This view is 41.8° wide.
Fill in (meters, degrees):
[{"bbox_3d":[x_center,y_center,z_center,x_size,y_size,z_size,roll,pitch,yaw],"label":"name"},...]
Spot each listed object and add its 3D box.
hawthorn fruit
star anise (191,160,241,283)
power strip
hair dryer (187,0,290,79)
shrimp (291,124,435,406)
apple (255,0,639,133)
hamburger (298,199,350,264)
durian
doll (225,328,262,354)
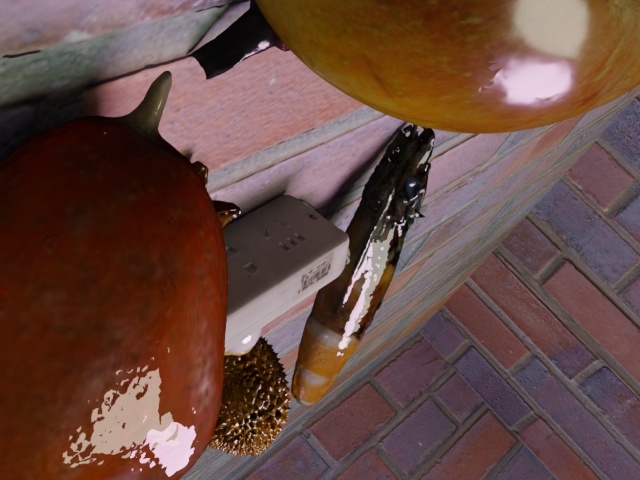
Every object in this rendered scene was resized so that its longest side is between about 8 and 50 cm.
[{"bbox_3d":[-0.132,0.022,0.477,0.199,0.199,0.251,-2,114,-70],"label":"hawthorn fruit"},{"bbox_3d":[-0.146,0.014,0.638,0.191,0.070,0.097,-34,137,-26],"label":"star anise"},{"bbox_3d":[-0.105,0.055,0.778,0.338,0.098,0.058,-33,148,-38],"label":"power strip"},{"bbox_3d":[0.064,-0.190,0.590,0.340,0.123,0.312,-30,176,-6],"label":"hair dryer"},{"bbox_3d":[0.059,0.028,1.110,0.272,0.085,0.445,-64,176,-57],"label":"shrimp"},{"bbox_3d":[0.070,-0.166,0.374,0.237,0.207,0.237,-16,122,-28],"label":"apple"},{"bbox_3d":[-0.002,0.003,0.955,0.054,0.084,0.121,-40,165,-3],"label":"hamburger"},{"bbox_3d":[-0.117,0.217,1.157,0.158,0.168,0.137,-32,160,26],"label":"durian"},{"bbox_3d":[-0.127,0.119,0.961,0.291,0.086,0.117,-57,-168,44],"label":"doll"}]
